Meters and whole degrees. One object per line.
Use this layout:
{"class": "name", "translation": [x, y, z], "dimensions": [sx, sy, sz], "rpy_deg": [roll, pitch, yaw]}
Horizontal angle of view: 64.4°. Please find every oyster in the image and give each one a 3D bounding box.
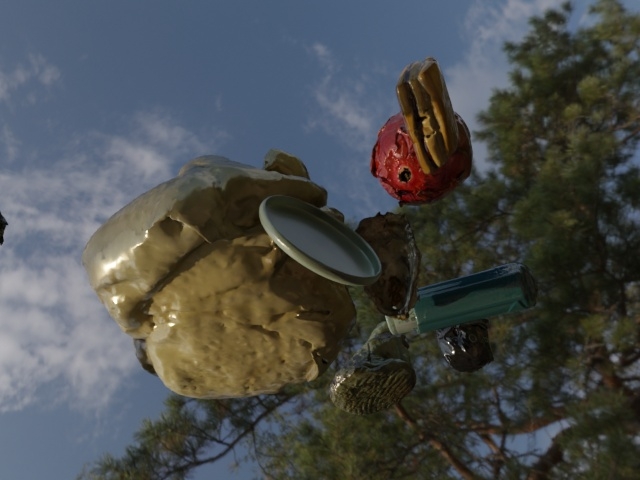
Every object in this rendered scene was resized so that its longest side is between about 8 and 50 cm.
{"class": "oyster", "translation": [0.110, 0.043, 0.792], "dimensions": [0.105, 0.056, 0.177], "rpy_deg": [-23, -83, 6]}

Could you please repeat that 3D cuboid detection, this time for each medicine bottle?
{"class": "medicine bottle", "translation": [0.241, 0.102, 0.864], "dimensions": [0.258, 0.124, 0.079], "rpy_deg": [-17, -100, 13]}

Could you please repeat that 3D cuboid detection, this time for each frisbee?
{"class": "frisbee", "translation": [0.000, 0.000, 0.401], "dimensions": [0.110, 0.110, 0.014], "rpy_deg": [20, -66, -30]}

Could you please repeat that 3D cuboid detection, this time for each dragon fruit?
{"class": "dragon fruit", "translation": [0.232, -0.196, 1.154], "dimensions": [0.240, 0.252, 0.241], "rpy_deg": [3, -70, 7]}

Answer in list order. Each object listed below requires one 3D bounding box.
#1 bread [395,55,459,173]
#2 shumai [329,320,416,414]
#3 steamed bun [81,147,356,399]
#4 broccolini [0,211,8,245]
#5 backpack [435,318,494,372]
{"class": "bread", "translation": [0.205, -0.231, 0.946], "dimensions": [0.200, 0.077, 0.116], "rpy_deg": [65, -149, -28]}
{"class": "shumai", "translation": [0.146, 0.380, 1.521], "dimensions": [0.271, 0.204, 0.222], "rpy_deg": [-19, -53, 2]}
{"class": "steamed bun", "translation": [-0.115, 0.042, 0.659], "dimensions": [0.324, 0.230, 0.372], "rpy_deg": [-12, -48, 10]}
{"class": "broccolini", "translation": [-0.531, -0.111, 0.781], "dimensions": [0.071, 0.057, 0.255], "rpy_deg": [-4, -73, -11]}
{"class": "backpack", "translation": [0.296, 0.187, 1.058], "dimensions": [0.120, 0.165, 0.106], "rpy_deg": [11, -45, -33]}
